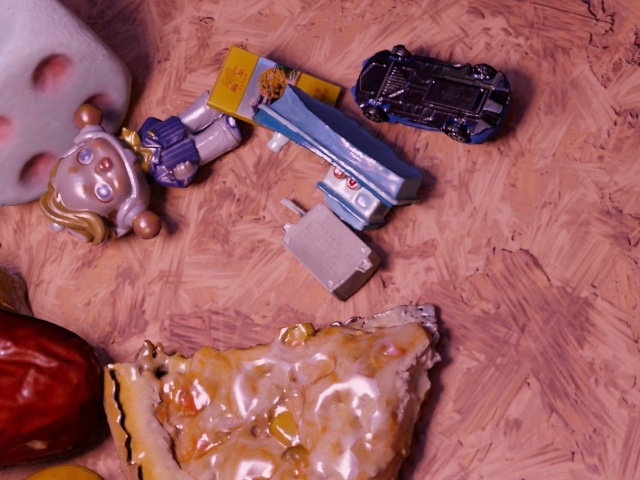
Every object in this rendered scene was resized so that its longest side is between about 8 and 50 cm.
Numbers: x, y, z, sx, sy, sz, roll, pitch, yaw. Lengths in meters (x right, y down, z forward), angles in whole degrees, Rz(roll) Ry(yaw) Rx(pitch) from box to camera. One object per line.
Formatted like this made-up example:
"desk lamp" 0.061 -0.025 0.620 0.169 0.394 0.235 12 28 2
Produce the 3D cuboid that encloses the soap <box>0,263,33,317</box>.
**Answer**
"soap" -0.531 0.109 1.888 0.257 0.160 0.080 -26 57 11

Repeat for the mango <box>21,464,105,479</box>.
"mango" -0.347 0.363 1.743 0.227 0.099 0.136 -44 65 11

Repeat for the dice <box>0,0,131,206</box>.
"dice" -0.437 -0.229 1.927 0.262 0.268 0.264 -47 58 0

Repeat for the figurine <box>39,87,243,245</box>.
"figurine" -0.243 -0.107 1.880 0.194 0.133 0.274 38 79 10

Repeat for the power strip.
"power strip" 0.000 0.000 1.770 0.075 0.042 0.175 -45 57 1

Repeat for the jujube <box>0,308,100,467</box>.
"jujube" -0.433 0.176 1.748 0.318 0.223 0.223 6 66 -14

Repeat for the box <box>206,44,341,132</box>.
"box" -0.060 -0.186 1.849 0.155 0.023 0.087 21 80 2

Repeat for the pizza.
"pizza" -0.064 0.269 1.645 0.434 0.080 0.392 -14 58 19

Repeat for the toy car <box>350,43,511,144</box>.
"toy car" 0.137 -0.177 1.773 0.216 0.063 0.103 17 76 34

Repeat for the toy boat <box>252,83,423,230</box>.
"toy boat" 0.011 -0.101 1.768 0.238 0.109 0.098 39 110 20
